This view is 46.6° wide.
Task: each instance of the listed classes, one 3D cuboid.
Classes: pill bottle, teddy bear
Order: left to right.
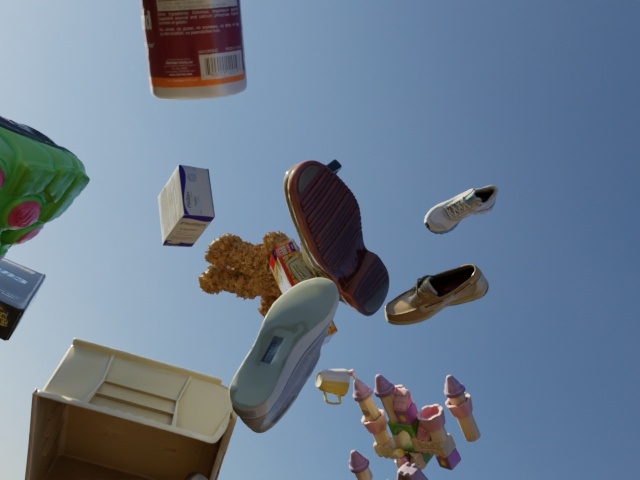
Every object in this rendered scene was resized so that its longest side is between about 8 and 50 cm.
[{"bbox_3d":[-0.288,-0.521,1.643,0.224,0.224,0.392,14,-65,40],"label":"pill bottle"},{"bbox_3d":[-0.118,0.080,1.740,0.338,0.245,0.113,23,21,-25],"label":"teddy bear"}]

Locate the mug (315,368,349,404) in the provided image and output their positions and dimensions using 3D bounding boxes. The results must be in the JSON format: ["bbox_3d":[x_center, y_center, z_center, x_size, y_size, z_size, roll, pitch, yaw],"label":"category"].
[{"bbox_3d":[0.026,0.319,1.655,0.062,0.064,0.078,-67,-153,23],"label":"mug"}]

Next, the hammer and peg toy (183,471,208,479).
[{"bbox_3d":[-0.138,0.524,1.009,0.361,0.266,0.127,51,-25,-14],"label":"hammer and peg toy"}]

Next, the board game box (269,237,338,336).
[{"bbox_3d":[-0.036,0.107,1.423,0.193,0.045,0.147,63,-13,12],"label":"board game box"}]

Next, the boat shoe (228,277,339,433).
[{"bbox_3d":[-0.042,0.147,0.966,0.079,0.227,0.081,15,-40,25],"label":"boat shoe"}]

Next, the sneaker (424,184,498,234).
[{"bbox_3d":[0.321,-0.080,1.686,0.071,0.191,0.083,59,-16,16],"label":"sneaker"}]

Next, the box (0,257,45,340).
[{"bbox_3d":[-0.677,0.060,1.371,0.296,0.073,0.293,27,3,-15],"label":"box"}]

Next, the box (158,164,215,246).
[{"bbox_3d":[-0.289,-0.072,1.591,0.137,0.072,0.126,-44,-131,48],"label":"box"}]

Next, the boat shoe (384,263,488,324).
[{"bbox_3d":[0.139,0.063,0.927,0.050,0.135,0.045,-104,167,-46],"label":"boat shoe"}]

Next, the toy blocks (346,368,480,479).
[{"bbox_3d":[0.194,0.452,1.861,0.289,0.309,0.260,-5,-65,47],"label":"toy blocks"}]

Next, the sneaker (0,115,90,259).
[{"bbox_3d":[-0.362,-0.096,0.673,0.202,0.185,0.483,52,-6,8],"label":"sneaker"}]

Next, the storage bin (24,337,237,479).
[{"bbox_3d":[-0.271,0.305,1.069,0.260,0.123,0.262,17,-58,-3],"label":"storage bin"}]

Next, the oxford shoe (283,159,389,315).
[{"bbox_3d":[0.000,0.000,1.245,0.130,0.123,0.348,19,-32,38],"label":"oxford shoe"}]

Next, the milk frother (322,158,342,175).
[{"bbox_3d":[0.012,-0.112,1.812,0.129,0.135,0.143,-23,-81,30],"label":"milk frother"}]
